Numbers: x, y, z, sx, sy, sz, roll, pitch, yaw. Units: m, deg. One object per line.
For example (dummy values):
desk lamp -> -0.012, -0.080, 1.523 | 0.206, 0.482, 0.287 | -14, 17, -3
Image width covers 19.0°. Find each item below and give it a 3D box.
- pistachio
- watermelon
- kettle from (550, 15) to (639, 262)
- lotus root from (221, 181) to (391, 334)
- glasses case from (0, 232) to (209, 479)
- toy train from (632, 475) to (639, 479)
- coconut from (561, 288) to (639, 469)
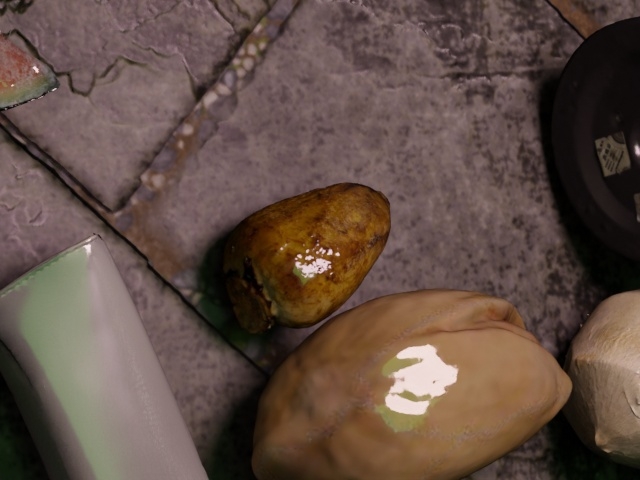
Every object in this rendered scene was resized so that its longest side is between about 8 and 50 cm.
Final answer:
pistachio -> 0.070, 0.132, 1.577 | 0.293, 0.181, 0.162 | -19, 55, -33
watermelon -> -0.298, -0.151, 1.458 | 0.187, 0.071, 0.139 | 4, 72, -24
kettle -> 0.419, -0.072, 1.773 | 0.324, 0.228, 0.321 | -13, 82, -38
lotus root -> 0.000, 0.000, 1.596 | 0.108, 0.094, 0.190 | 42, 55, 13
glasses case -> -0.167, 0.156, 1.485 | 0.128, 0.083, 0.308 | -24, 96, -25
toy train -> 0.367, 0.211, 1.801 | 0.104, 0.071, 0.178 | 42, 66, -8
coconut -> 0.296, 0.134, 1.719 | 0.161, 0.161, 0.162 | 44, 66, -19
